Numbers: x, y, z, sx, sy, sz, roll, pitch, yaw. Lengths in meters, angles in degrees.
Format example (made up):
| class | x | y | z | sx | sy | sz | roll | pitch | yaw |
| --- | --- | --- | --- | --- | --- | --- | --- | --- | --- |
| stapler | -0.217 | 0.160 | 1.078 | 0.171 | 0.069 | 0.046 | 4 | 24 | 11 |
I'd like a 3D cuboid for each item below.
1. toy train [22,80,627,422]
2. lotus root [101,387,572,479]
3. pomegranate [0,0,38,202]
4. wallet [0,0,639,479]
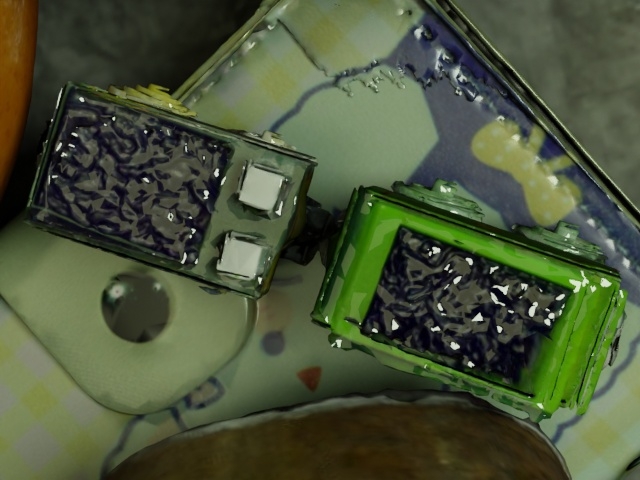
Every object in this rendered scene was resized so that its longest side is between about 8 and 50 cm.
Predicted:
| class | x | y | z | sx | sy | sz | roll | pitch | yaw |
| --- | --- | --- | --- | --- | --- | --- | --- | --- | --- |
| toy train | 0.000 | 0.000 | 0.551 | 0.202 | 0.081 | 0.060 | 19 | 96 | 6 |
| lotus root | 0.010 | 0.186 | 0.530 | 0.272 | 0.192 | 0.272 | -3 | 106 | -10 |
| pomegranate | -0.222 | -0.065 | 0.572 | 0.264 | 0.264 | 0.264 | 1 | 93 | 12 |
| wallet | -0.025 | 0.064 | 0.630 | 0.309 | 0.077 | 0.223 | -41 | 87 | 9 |
